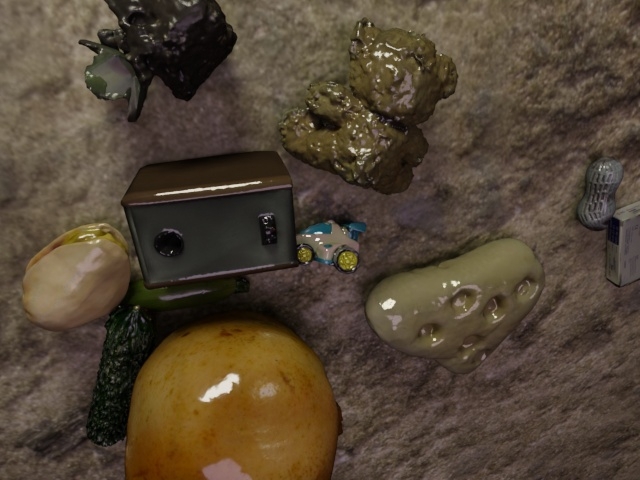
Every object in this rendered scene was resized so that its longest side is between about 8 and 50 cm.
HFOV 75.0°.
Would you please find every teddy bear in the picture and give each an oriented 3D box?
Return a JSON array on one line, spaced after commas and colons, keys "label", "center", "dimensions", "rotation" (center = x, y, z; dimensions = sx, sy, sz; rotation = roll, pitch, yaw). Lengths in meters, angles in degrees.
[{"label": "teddy bear", "center": [0.092, -0.207, 0.670], "dimensions": [0.266, 0.156, 0.256], "rotation": [18, 108, -20]}]

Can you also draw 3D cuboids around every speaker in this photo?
[{"label": "speaker", "center": [-0.164, -0.039, 0.661], "dimensions": [0.230, 0.193, 0.153], "rotation": [-8, 118, -10]}]

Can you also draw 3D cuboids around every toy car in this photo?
[{"label": "toy car", "center": [0.000, 0.000, 0.778], "dimensions": [0.161, 0.126, 0.098], "rotation": [11, 90, -9]}]

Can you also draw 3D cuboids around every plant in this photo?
[{"label": "plant", "center": [-0.220, -0.264, 0.564], "dimensions": [0.203, 0.131, 0.142], "rotation": [-37, 88, 15]}]

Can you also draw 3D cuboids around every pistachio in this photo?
[{"label": "pistachio", "center": [-0.397, 0.061, 0.693], "dimensions": [0.200, 0.117, 0.145], "rotation": [-46, 126, 2]}]

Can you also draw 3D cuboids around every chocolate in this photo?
[{"label": "chocolate", "center": [0.603, -0.099, 0.903], "dimensions": [0.072, 0.072, 0.167], "rotation": [-10, 117, -10]}]

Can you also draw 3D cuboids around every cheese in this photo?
[{"label": "cheese", "center": [0.296, 0.112, 0.891], "dimensions": [0.350, 0.130, 0.328], "rotation": [29, 107, -27]}]

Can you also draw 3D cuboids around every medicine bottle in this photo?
[{"label": "medicine bottle", "center": [0.783, -0.001, 1.009], "dimensions": [0.171, 0.052, 0.201], "rotation": [-23, 118, -3]}]

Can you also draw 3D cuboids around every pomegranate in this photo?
[{"label": "pomegranate", "center": [-0.141, 0.328, 0.751], "dimensions": [0.415, 0.417, 0.417], "rotation": [-6, 117, -12]}]

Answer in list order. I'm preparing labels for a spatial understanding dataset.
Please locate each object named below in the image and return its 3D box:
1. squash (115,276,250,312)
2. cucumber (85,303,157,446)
[{"label": "squash", "center": [-0.257, 0.093, 0.772], "dimensions": [0.251, 0.066, 0.066], "rotation": [-8, 117, -12]}, {"label": "cucumber", "center": [-0.368, 0.239, 0.770], "dimensions": [0.096, 0.096, 0.360], "rotation": [12, 120, -20]}]
